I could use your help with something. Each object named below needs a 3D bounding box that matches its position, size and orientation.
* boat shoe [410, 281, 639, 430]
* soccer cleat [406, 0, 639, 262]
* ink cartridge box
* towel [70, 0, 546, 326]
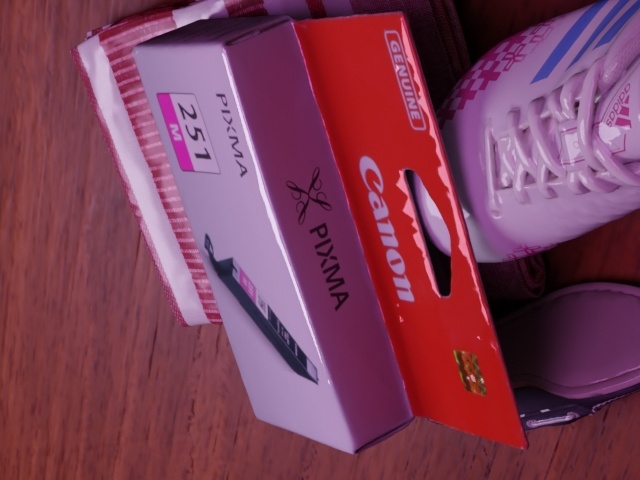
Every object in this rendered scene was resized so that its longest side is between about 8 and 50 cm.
[{"bbox_3d":[0.149,0.079,1.020,0.206,0.075,0.065,-17,143,39],"label":"boat shoe"},{"bbox_3d":[0.147,-0.068,0.845,0.331,0.143,0.116,-32,95,39],"label":"soccer cleat"},{"bbox_3d":[0.000,0.000,0.996,0.239,0.060,0.275,10,121,59],"label":"ink cartridge box"},{"bbox_3d":[-0.017,-0.059,1.091,0.329,0.037,0.237,-8,107,43],"label":"towel"}]
